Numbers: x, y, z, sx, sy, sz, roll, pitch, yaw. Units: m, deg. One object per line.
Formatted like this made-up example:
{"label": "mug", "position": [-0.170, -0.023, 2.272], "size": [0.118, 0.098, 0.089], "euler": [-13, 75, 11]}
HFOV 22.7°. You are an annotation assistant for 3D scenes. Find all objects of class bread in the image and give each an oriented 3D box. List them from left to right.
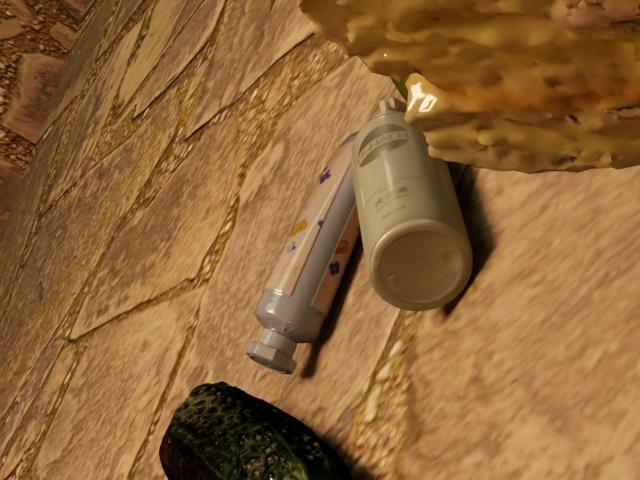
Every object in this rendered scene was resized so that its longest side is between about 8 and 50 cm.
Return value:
{"label": "bread", "position": [0.147, -0.219, 0.589], "size": [0.236, 0.165, 0.375], "euler": [-7, 58, 36]}

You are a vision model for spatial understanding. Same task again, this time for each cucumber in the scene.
{"label": "cucumber", "position": [-0.032, 0.127, 0.868], "size": [0.074, 0.074, 0.241], "euler": [-67, 18, -5]}

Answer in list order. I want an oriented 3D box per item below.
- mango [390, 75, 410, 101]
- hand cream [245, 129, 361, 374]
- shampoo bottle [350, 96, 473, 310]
{"label": "mango", "position": [0.095, -0.140, 0.797], "size": [0.251, 0.114, 0.156], "euler": [-76, 6, -69]}
{"label": "hand cream", "position": [0.000, 0.000, 0.988], "size": [0.171, 0.043, 0.065], "euler": [-68, 17, -15]}
{"label": "shampoo bottle", "position": [0.044, -0.034, 0.881], "size": [0.056, 0.056, 0.195], "euler": [-58, 19, 23]}
